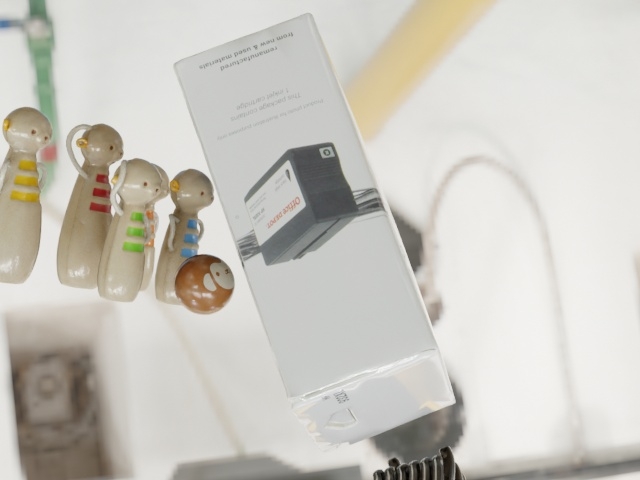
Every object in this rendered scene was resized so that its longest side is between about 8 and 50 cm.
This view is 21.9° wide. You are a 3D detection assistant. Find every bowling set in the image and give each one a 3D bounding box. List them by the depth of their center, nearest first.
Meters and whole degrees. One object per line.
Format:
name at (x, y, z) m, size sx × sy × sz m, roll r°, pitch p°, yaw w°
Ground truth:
bowling set at (-0.151, -0.022, 1.493) m, size 0.200 × 0.154 × 0.287 m, roll 10°, pitch -179°, yaw 21°

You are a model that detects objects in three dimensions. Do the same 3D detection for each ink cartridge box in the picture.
ink cartridge box at (0.000, 0.000, 1.400) m, size 0.129 × 0.307 × 0.223 m, roll -20°, pitch 161°, yaw 2°

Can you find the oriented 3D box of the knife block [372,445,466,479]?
knife block at (0.123, 0.362, 1.744) m, size 0.088 × 0.275 × 0.242 m, roll -17°, pitch 173°, yaw 21°
